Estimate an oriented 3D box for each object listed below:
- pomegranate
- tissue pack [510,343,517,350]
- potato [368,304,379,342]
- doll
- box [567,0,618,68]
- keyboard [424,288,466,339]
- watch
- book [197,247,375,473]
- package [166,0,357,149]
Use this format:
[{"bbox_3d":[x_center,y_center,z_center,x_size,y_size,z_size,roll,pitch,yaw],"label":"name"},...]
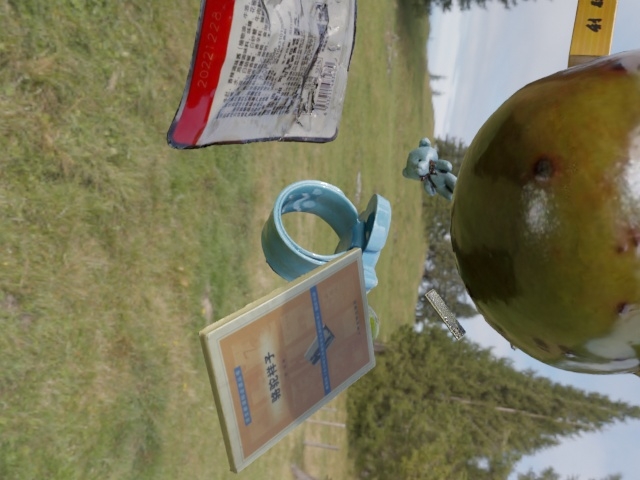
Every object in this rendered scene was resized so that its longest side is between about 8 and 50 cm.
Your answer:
[{"bbox_3d":[0.257,0.018,0.482,0.291,0.290,0.323,-5,79,-83],"label":"pomegranate"},{"bbox_3d":[0.457,0.112,1.405,0.173,0.073,0.235,74,12,-57],"label":"tissue pack"},{"bbox_3d":[0.015,0.184,1.465,0.186,0.253,0.148,103,-2,-57],"label":"potato"},{"bbox_3d":[0.273,-0.165,1.520,0.180,0.075,0.120,56,-51,37],"label":"doll"},{"bbox_3d":[0.478,-0.334,1.085,0.237,0.070,0.152,38,63,-68],"label":"box"},{"bbox_3d":[0.294,0.174,1.441,0.015,0.129,0.049,-41,168,30],"label":"keyboard"},{"bbox_3d":[0.000,0.000,1.046,0.211,0.193,0.211,-162,-90,-79],"label":"watch"},{"bbox_3d":[-0.022,0.125,0.691,0.241,0.018,0.170,-28,117,-42],"label":"book"},{"bbox_3d":[-0.029,-0.150,0.498,0.239,0.030,0.154,-23,130,-63],"label":"package"}]
